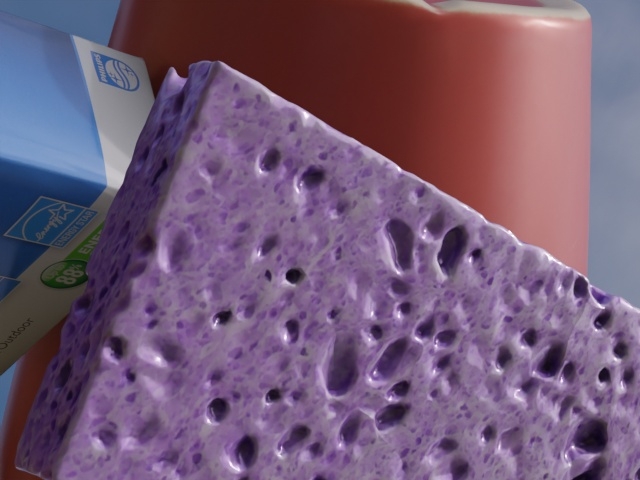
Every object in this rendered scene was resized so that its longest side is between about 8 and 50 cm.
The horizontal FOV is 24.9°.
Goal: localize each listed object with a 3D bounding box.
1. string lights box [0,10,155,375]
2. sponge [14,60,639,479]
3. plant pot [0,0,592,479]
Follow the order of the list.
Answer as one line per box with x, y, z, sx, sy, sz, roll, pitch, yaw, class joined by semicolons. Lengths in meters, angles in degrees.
-0.193;-0.031;0.480;0.133;0.260;0.076;-41;-128;33;string lights box
0.026;0.047;0.425;0.210;0.117;0.031;28;-13;-30;sponge
0.000;0.000;0.642;0.275;0.275;0.243;13;-74;17;plant pot
